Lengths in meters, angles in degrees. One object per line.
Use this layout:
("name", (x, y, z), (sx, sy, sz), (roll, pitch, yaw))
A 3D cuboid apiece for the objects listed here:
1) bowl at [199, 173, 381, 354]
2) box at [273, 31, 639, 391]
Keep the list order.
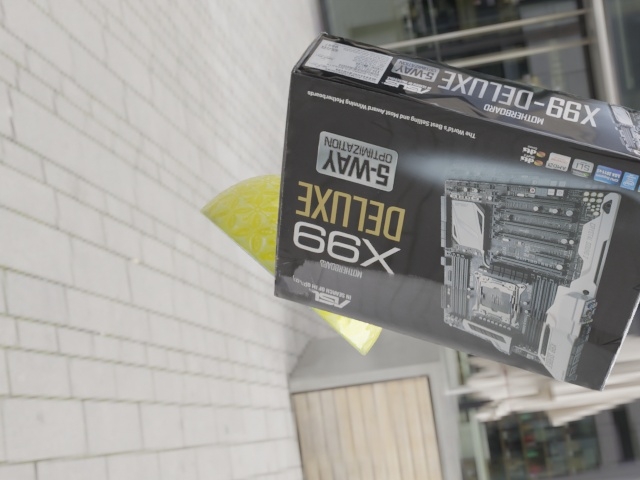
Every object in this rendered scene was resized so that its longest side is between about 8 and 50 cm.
("bowl", (0.000, 0.000, 1.395), (0.289, 0.156, 0.289), (42, -3, 3))
("box", (0.120, -0.020, 0.891), (0.076, 0.307, 0.242), (-62, 165, -48))
